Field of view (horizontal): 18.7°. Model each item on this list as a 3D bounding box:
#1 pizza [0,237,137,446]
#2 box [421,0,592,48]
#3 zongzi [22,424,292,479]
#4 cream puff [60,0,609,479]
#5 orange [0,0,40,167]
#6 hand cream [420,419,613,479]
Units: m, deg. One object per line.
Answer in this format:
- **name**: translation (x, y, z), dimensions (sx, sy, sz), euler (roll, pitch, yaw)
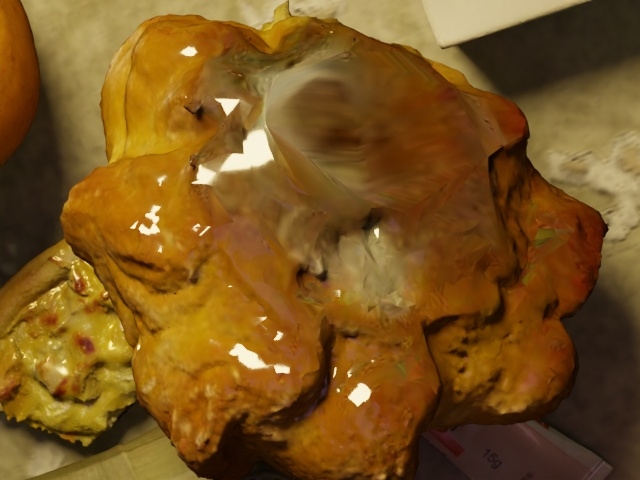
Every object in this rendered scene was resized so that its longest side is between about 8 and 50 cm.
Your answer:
- **pizza**: translation (-0.127, 0.051, 1.046), dimensions (0.160, 0.036, 0.099), euler (-40, 97, 15)
- **box**: translation (0.091, -0.224, 0.928), dimensions (0.149, 0.067, 0.233), euler (-17, 102, 13)
- **zongzi**: translation (-0.121, 0.292, 1.042), dimensions (0.323, 0.160, 0.360), euler (-18, 111, -1)
- **cream puff**: translation (0.000, 0.000, 0.926), dimensions (0.269, 0.241, 0.155), euler (46, 149, 8)
- **orange**: translation (-0.218, -0.080, 0.971), dimensions (0.159, 0.159, 0.136), euler (17, 147, 2)
- **hand cream**: translation (0.055, 0.080, 1.037), dimensions (0.216, 0.038, 0.052), euler (38, 134, -8)
